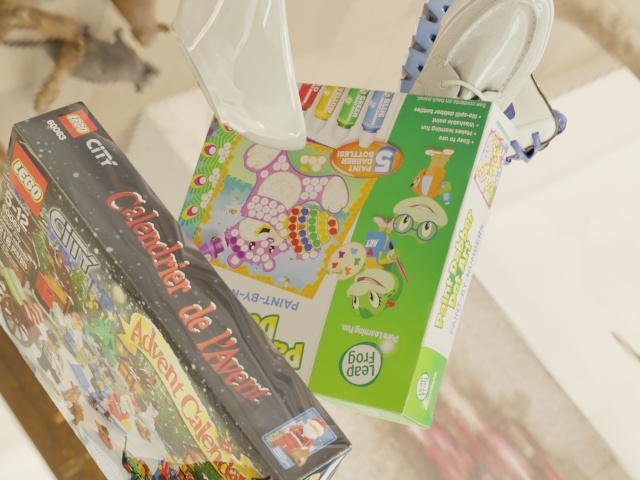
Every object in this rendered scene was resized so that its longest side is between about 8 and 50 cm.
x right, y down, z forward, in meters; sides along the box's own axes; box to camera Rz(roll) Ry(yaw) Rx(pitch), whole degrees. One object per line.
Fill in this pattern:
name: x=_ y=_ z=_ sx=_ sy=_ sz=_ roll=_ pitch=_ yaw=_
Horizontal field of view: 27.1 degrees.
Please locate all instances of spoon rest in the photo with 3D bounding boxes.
spoon rest: x=-0.057 y=-0.158 z=0.795 sx=0.084 sy=0.137 sz=0.276 roll=-28 pitch=144 yaw=-4

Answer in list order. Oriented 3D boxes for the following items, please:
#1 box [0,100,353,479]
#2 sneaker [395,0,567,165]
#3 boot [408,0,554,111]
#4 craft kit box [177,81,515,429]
box: x=-0.092 y=0.064 z=0.694 sx=0.044 sy=0.233 sz=0.159 roll=-26 pitch=156 yaw=-34
sneaker: x=0.153 y=-0.098 z=1.382 sx=0.127 sy=0.182 sz=0.315 roll=46 pitch=61 yaw=-84
boot: x=0.115 y=-0.097 z=1.107 sx=0.258 sy=0.095 sz=0.123 roll=-59 pitch=-164 yaw=31
craft kit box: x=0.000 y=0.000 z=1.035 sx=0.061 sy=0.250 sz=0.247 roll=32 pitch=70 yaw=-57
